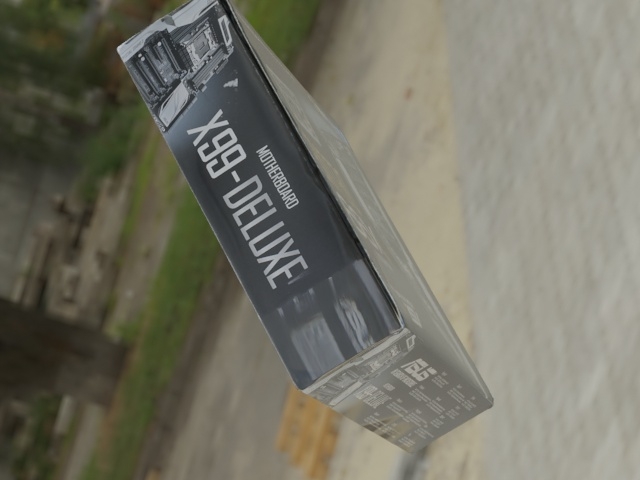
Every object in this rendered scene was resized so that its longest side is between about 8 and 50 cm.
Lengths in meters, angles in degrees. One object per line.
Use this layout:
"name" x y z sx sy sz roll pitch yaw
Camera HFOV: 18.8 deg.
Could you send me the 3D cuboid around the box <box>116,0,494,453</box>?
"box" 0.000 0.000 1.237 0.242 0.076 0.307 61 -174 19
